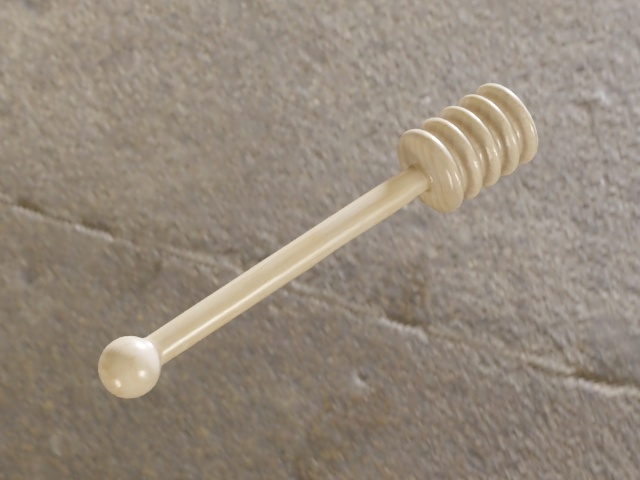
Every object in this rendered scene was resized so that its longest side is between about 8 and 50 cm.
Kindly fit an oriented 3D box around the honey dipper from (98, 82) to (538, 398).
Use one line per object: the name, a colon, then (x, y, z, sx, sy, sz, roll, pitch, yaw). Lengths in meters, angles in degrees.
honey dipper: (0.000, 0.000, 0.469, 0.160, 0.030, 0.030, -32, 49, -24)
